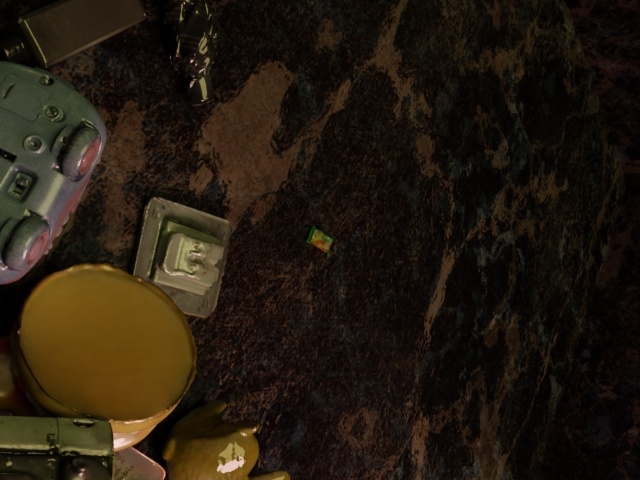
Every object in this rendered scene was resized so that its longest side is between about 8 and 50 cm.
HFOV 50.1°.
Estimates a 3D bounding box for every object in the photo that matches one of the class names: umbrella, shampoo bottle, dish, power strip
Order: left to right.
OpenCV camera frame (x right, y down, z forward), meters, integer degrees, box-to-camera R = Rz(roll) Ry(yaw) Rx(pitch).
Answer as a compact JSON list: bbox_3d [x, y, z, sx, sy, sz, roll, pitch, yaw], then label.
[{"bbox_3d":[-0.388,-0.329,1.051,0.246,0.080,0.079,-44,123,-38],"label":"shampoo bottle"},{"bbox_3d":[-0.374,0.392,1.124,0.212,0.077,0.151,53,57,-38],"label":"dish"},{"bbox_3d":[-0.239,-0.406,1.188,0.154,0.128,0.336,-11,104,-50],"label":"umbrella"},{"bbox_3d":[-0.241,0.035,1.260,0.213,0.065,0.198,18,77,-47],"label":"power strip"}]

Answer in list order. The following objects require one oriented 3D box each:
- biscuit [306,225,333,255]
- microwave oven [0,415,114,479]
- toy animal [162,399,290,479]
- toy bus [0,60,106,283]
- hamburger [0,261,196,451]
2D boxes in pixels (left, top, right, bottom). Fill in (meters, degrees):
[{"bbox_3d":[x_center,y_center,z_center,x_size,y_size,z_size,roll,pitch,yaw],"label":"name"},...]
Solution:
[{"bbox_3d":[0.000,0.000,1.571,0.089,0.016,0.046,33,68,-45],"label":"biscuit"},{"bbox_3d":[-0.453,0.367,0.767,0.395,0.247,0.332,12,53,-32],"label":"microwave oven"},{"bbox_3d":[-0.173,0.478,1.289,0.180,0.181,0.362,-35,121,-37],"label":"toy animal"},{"bbox_3d":[-0.422,-0.078,0.935,0.197,0.232,0.294,25,75,-5],"label":"toy bus"},{"bbox_3d":[-0.355,0.188,1.015,0.303,0.186,0.260,2,53,-44],"label":"hamburger"}]
